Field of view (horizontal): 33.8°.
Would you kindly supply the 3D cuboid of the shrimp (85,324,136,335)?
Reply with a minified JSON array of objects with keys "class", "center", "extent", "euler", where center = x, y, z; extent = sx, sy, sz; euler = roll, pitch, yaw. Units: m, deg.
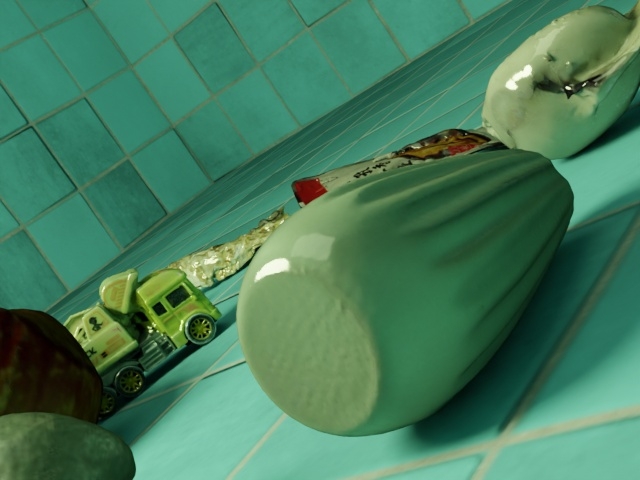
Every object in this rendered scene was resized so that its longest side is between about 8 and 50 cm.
[{"class":"shrimp","center":[-0.288,0.157,1.288],"extent":[0.289,0.075,0.178],"euler":[-35,17,-8]}]

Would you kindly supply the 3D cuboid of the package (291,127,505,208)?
[{"class":"package","center":[0.090,-0.075,1.066],"extent":[0.239,0.030,0.154],"euler":[-19,12,-1]}]

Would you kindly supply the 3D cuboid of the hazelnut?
[{"class":"hazelnut","center":[-0.302,0.164,0.960],"extent":[0.218,0.218,0.234],"euler":[-36,-9,-11]}]

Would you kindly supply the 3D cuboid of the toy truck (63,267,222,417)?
[{"class":"toy truck","center":[-0.212,0.100,1.141],"extent":[0.191,0.116,0.085],"euler":[-37,11,-12]}]

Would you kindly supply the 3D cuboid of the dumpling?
[{"class":"dumpling","center":[0.210,-0.132,0.855],"extent":[0.150,0.092,0.176],"euler":[-34,-21,-22]}]

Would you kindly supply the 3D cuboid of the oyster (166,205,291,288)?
[{"class":"oyster","center":[-0.123,0.010,1.475],"extent":[0.200,0.061,0.106],"euler":[-38,11,-23]}]

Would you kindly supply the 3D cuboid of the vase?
[{"class":"vase","center":[0.065,0.011,0.600],"extent":[0.128,0.128,0.248],"euler":[-26,3,43]}]

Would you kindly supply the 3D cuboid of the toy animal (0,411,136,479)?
[{"class":"toy animal","center":[-0.139,0.175,0.515],"extent":[0.108,0.138,0.236],"euler":[-63,18,13]}]
